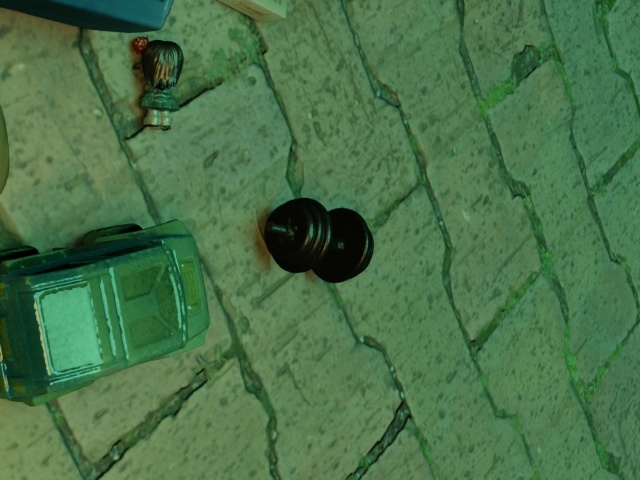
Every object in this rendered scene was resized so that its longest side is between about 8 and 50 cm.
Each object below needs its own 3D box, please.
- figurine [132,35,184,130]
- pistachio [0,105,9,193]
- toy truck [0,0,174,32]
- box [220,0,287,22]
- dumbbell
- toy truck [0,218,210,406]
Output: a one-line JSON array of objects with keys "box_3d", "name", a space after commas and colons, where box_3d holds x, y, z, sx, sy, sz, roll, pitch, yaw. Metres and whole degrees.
[{"box_3d": [-0.188, -0.180, 1.604, 0.060, 0.047, 0.105, 4, 88, -10], "name": "figurine"}, {"box_3d": [-0.362, -0.121, 1.304, 0.152, 0.126, 0.223, -88, 164, -83], "name": "pistachio"}, {"box_3d": [-0.303, -0.312, 1.384, 0.385, 0.161, 0.162, 7, 91, -53], "name": "toy truck"}, {"box_3d": [-0.083, -0.362, 1.761, 0.100, 0.048, 0.152, 20, 72, -52], "name": "box"}, {"box_3d": [0.000, 0.000, 1.779, 0.208, 0.099, 0.099, 15, 73, -52], "name": "dumbbell"}, {"box_3d": [-0.227, 0.070, 1.427, 0.279, 0.156, 0.155, -16, 99, -51], "name": "toy truck"}]
